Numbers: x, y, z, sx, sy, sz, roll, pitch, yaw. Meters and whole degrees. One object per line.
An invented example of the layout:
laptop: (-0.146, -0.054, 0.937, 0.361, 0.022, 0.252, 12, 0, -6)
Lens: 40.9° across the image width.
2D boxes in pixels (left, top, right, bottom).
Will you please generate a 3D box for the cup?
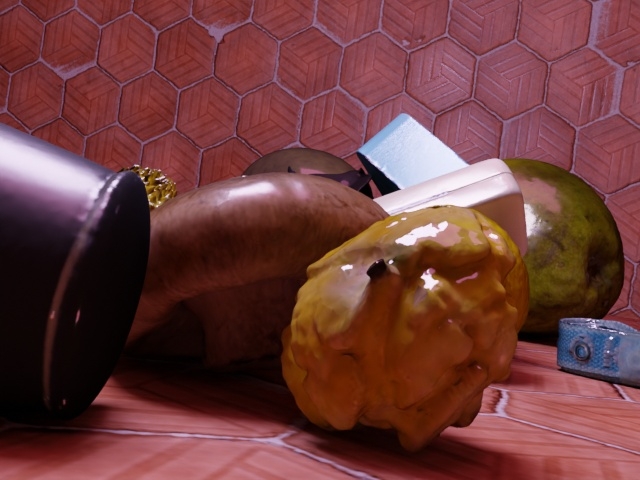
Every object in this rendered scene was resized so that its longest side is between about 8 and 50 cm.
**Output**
cup: (-0.195, 0.025, 0.507, 0.177, 0.169, 0.223, 11, -31, -2)

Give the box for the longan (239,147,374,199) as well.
longan: (-0.036, -0.030, 1.649, 0.319, 0.318, 0.319, 8, 0, 0)

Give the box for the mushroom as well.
mushroom: (-0.061, 0.032, 0.687, 0.278, 0.146, 0.278, -9, -17, -3)

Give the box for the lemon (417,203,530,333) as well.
lemon: (0.142, 0.050, 0.939, 0.181, 0.180, 0.193, 8, 6, 25)

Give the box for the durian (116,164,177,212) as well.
durian: (-0.261, 0.027, 1.044, 0.237, 0.137, 0.193, -35, -12, 12)

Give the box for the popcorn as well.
popcorn: (0.051, 0.053, 0.538, 0.152, 0.167, 0.148, 55, 1, -39)

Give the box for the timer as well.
timer: (0.178, -0.043, 1.276, 0.232, 0.091, 0.250, 45, -7, 33)

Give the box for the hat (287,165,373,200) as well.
hat: (-0.025, -0.005, 1.287, 0.209, 0.238, 0.336, 8, -5, 5)

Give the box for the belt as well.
belt: (0.407, 0.139, 0.980, 0.087, 0.072, 0.302, 5, 2, -42)

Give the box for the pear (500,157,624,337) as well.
pear: (0.357, 0.014, 1.543, 0.352, 0.351, 0.413, 8, 9, -31)

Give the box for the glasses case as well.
glasses case: (0.096, 0.010, 1.058, 0.313, 0.070, 0.131, -20, -44, 0)
